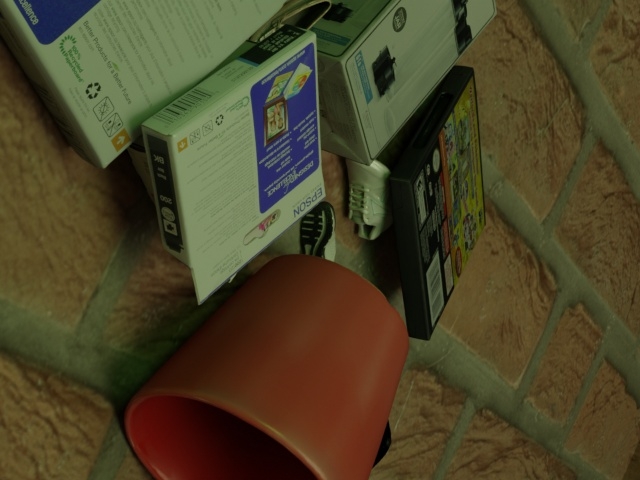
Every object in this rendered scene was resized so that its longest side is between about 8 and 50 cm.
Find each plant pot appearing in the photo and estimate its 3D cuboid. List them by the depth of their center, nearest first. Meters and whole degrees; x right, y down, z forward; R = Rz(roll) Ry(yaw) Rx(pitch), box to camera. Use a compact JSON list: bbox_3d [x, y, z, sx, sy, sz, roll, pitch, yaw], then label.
[{"bbox_3d":[-0.038,0.165,1.471,0.243,0.275,0.275,-57,147,-34],"label":"plant pot"}]

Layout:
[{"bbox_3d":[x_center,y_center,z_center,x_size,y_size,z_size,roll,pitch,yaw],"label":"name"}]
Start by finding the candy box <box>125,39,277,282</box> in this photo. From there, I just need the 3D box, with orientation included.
[{"bbox_3d":[-0.099,-0.083,1.388,0.165,0.070,0.196,-52,144,-26],"label":"candy box"}]

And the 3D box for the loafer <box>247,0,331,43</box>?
[{"bbox_3d":[-0.037,-0.224,1.428,0.125,0.039,0.045,-51,145,-27],"label":"loafer"}]

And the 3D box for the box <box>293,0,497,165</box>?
[{"bbox_3d":[0.086,-0.247,1.556,0.290,0.087,0.169,-50,144,-28],"label":"box"}]

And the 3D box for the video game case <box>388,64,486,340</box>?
[{"bbox_3d":[0.159,-0.049,1.782,0.248,0.035,0.275,-58,149,-42],"label":"video game case"}]

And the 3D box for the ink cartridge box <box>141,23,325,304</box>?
[{"bbox_3d":[-0.077,-0.075,1.312,0.206,0.045,0.208,-41,142,-35],"label":"ink cartridge box"}]

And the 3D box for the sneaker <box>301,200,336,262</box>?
[{"bbox_3d":[0.000,0.000,1.627,0.044,0.040,0.109,-48,149,-58],"label":"sneaker"}]

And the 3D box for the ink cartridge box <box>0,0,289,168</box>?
[{"bbox_3d":[-0.151,-0.265,1.165,0.307,0.072,0.303,-46,141,-18],"label":"ink cartridge box"}]

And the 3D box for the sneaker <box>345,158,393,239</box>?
[{"bbox_3d":[0.059,-0.053,1.663,0.061,0.054,0.152,-53,146,-20],"label":"sneaker"}]

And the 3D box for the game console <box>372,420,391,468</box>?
[{"bbox_3d":[-0.019,0.323,1.775,0.361,0.044,0.213,-39,138,-40],"label":"game console"}]
